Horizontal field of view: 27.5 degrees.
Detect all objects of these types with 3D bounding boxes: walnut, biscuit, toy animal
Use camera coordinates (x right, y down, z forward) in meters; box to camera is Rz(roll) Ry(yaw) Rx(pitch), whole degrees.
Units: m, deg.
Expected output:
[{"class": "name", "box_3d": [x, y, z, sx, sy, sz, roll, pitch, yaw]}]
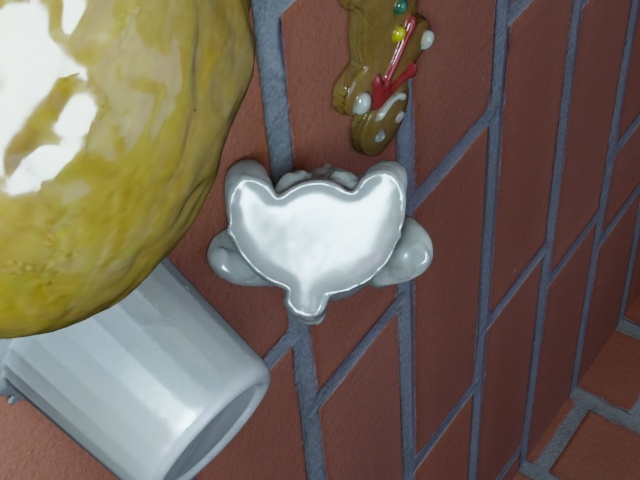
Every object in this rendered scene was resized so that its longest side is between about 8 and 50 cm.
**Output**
[{"class": "walnut", "box_3d": [-0.226, -0.128, 0.858, 0.308, 0.354, 0.398, -8, 121, -46]}, {"class": "biscuit", "box_3d": [0.093, -0.249, 1.743, 0.216, 0.047, 0.340, -40, 147, -39]}, {"class": "toy animal", "box_3d": [0.000, 0.000, 1.633, 0.265, 0.271, 0.206, 52, 37, -87]}]

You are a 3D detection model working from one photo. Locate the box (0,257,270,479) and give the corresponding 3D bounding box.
[{"class": "box", "box_3d": [-0.162, 0.116, 1.320, 0.291, 0.206, 0.262, -44, 168, -14]}]
